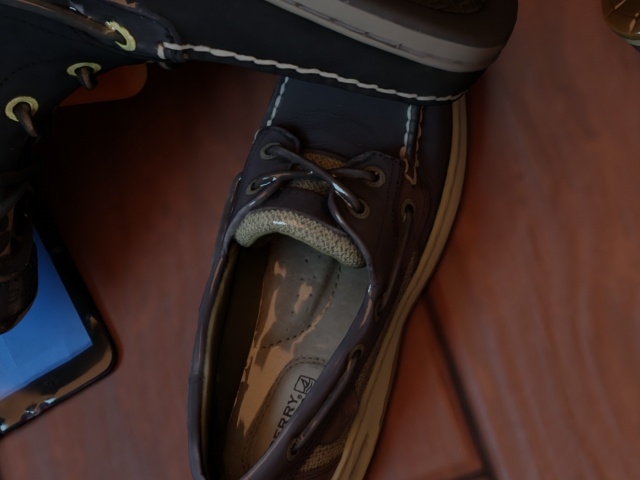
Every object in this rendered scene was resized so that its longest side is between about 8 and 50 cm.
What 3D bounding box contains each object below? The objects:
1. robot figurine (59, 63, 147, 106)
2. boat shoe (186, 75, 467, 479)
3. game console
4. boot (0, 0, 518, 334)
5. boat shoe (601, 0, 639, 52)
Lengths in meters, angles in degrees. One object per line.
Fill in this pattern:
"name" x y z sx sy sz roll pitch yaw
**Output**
"robot figurine" -0.141 -0.161 1.004 0.219 0.128 0.158 -11 52 15
"boat shoe" 0.000 0.000 0.946 0.103 0.092 0.285 13 84 19
"game console" -0.198 0.030 1.010 0.085 0.124 0.144 -42 67 34
"boot" -0.125 -0.076 0.898 0.377 0.138 0.284 18 127 -3
"boat shoe" 0.168 -0.152 0.948 0.056 0.049 0.152 3 62 29
